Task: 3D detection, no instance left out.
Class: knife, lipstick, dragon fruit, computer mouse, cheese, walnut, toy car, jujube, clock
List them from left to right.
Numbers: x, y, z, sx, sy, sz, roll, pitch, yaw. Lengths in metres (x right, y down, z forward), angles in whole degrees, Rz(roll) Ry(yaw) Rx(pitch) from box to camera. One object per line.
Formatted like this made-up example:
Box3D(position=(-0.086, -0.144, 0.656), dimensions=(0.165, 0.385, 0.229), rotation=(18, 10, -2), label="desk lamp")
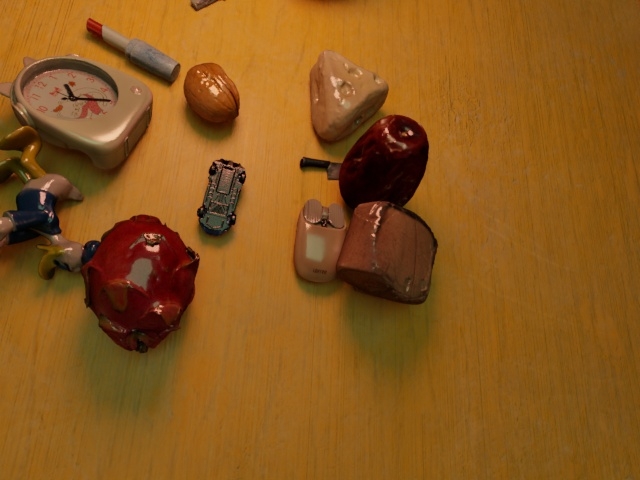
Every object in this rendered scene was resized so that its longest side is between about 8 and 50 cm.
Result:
Box3D(position=(-0.618, -0.345, 1.053), dimensions=(0.324, 0.109, 0.265), rotation=(23, 56, -9), label="clock")
Box3D(position=(-0.538, -0.547, 1.185), dimensions=(0.274, 0.061, 0.068), rotation=(28, 70, -7), label="lipstick")
Box3D(position=(-0.401, 0.080, 0.950), dimensions=(0.250, 0.250, 0.315), rotation=(22, 52, -9), label="dragon fruit")
Box3D(position=(-0.304, -0.408, 1.171), dimensions=(0.180, 0.144, 0.144), rotation=(46, 67, -4), label="walnut")
Box3D(position=(-0.268, -0.116, 1.132), dimensions=(0.103, 0.063, 0.216), rotation=(14, 76, -11), label="toy car")
Box3D(position=(0.000, 0.000, 1.165), dimensions=(0.145, 0.082, 0.237), rotation=(12, 72, -12), label="computer mouse")
Box3D(position=(0.048, -0.216, 1.280), dimensions=(0.230, 0.028, 0.060), rotation=(3, 85, -19), label="knife")
Box3D(position=(0.084, -0.419, 1.273), dimensions=(0.251, 0.173, 0.248), rotation=(15, 68, -17), label="cheese")
Box3D(position=(0.172, -0.198, 1.149), dimensions=(0.222, 0.318, 0.223), rotation=(6, 64, -12), label="jujube")

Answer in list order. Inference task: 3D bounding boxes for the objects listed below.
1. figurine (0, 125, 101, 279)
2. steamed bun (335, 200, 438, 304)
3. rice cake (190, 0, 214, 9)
Box3D(position=(-0.637, -0.038, 0.937), dimensions=(0.338, 0.204, 0.284), rotation=(46, 41, -12), label="figurine")
Box3D(position=(0.169, 0.042, 1.135), dimensions=(0.301, 0.199, 0.252), rotation=(32, 62, -39), label="steamed bun")
Box3D(position=(-0.335, -0.790, 1.336), dimensions=(0.180, 0.030, 0.042), rotation=(-41, 83, -23), label="rice cake")
